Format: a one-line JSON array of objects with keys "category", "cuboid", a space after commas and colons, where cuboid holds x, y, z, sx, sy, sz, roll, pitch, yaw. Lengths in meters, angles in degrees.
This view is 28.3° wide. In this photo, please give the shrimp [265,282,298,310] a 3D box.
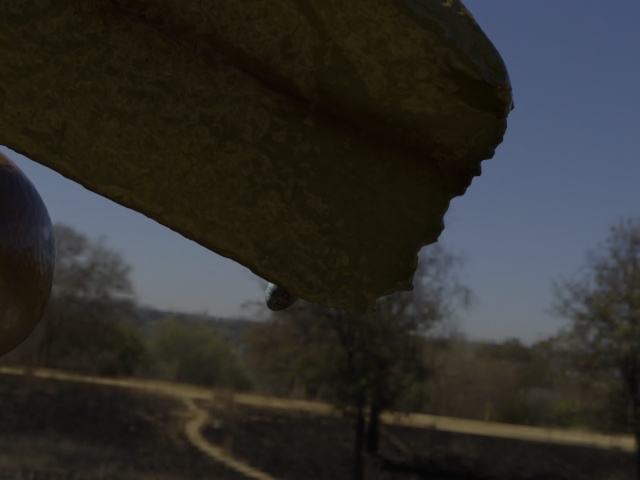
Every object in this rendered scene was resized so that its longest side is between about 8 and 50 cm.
[{"category": "shrimp", "cuboid": [0.000, 0.000, 1.691, 0.090, 0.233, 0.079, 36, 8, 5]}]

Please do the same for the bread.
[{"category": "bread", "cuboid": [-0.092, -0.115, 0.693, 0.361, 0.233, 0.245, 45, 36, 18]}]

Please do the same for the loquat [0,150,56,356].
[{"category": "loquat", "cuboid": [-0.296, 0.015, 0.992, 0.179, 0.179, 0.227, 6, -32, 5]}]
